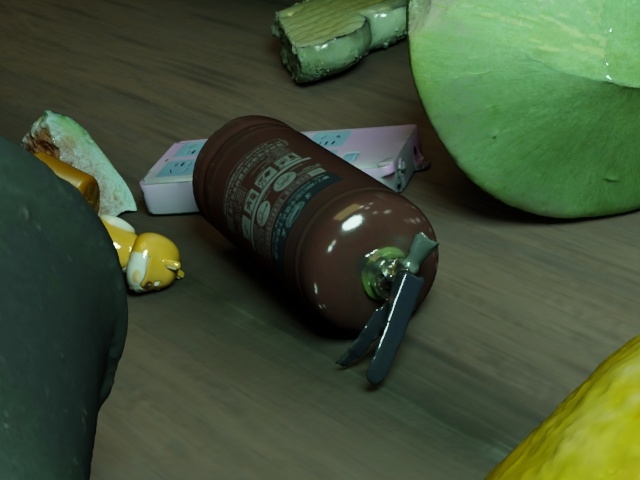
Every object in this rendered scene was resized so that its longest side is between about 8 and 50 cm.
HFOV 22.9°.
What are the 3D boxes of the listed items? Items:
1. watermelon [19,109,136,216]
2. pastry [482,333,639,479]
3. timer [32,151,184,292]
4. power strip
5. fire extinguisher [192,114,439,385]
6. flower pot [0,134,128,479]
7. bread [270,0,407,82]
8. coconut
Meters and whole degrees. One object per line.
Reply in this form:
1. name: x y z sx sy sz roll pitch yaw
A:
1. watermelon: -0.253 -0.029 1.527 0.098 0.121 0.158 -7 65 50
2. pastry: 0.126 0.155 0.596 0.356 0.356 0.164 -25 57 -26
3. timer: -0.191 0.006 1.357 0.152 0.132 0.132 16 29 5
4. power strip: -0.038 -0.068 1.508 0.279 0.037 0.109 -3 25 20
5. fire extinguisher: 0.000 0.000 1.262 0.135 0.114 0.337 -60 30 3
6. flower pot: -0.263 0.149 0.862 0.379 0.379 0.251 -18 45 -12
7. bread: 0.010 -0.237 1.823 0.172 0.064 0.232 3 27 32
8. coconut: 0.220 -0.173 1.314 0.328 0.281 0.328 -18 21 7
